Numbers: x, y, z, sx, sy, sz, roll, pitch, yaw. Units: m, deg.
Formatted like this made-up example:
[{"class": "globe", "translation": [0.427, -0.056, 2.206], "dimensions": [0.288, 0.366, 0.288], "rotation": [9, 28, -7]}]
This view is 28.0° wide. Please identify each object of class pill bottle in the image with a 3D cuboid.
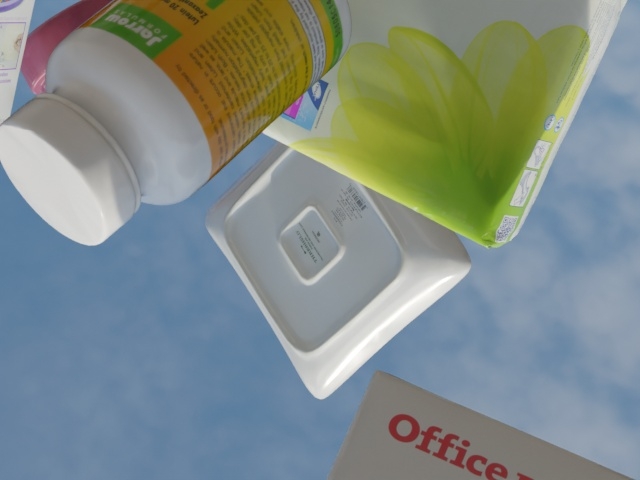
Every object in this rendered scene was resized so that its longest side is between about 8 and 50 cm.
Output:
[{"class": "pill bottle", "translation": [-0.102, -0.111, 0.893], "dimensions": [0.136, 0.136, 0.246], "rotation": [35, -121, 17]}]

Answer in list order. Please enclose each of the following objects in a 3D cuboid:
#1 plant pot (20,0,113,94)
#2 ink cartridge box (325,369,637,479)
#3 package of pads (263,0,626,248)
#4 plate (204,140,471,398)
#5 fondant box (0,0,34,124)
[{"class": "plant pot", "translation": [-0.259, -0.202, 1.637], "dimensions": [0.201, 0.201, 0.180], "rotation": [-29, -91, -37]}, {"class": "ink cartridge box", "translation": [0.076, 0.275, 0.861], "dimensions": [0.223, 0.129, 0.307], "rotation": [23, -106, 9]}, {"class": "package of pads", "translation": [0.069, -0.159, 1.034], "dimensions": [0.296, 0.229, 0.101], "rotation": [28, -166, 20]}, {"class": "plate", "translation": [0.000, 0.000, 1.457], "dimensions": [0.045, 0.278, 0.277], "rotation": [-7, -121, -53]}, {"class": "fondant box", "translation": [-0.374, -0.240, 1.232], "dimensions": [0.096, 0.330, 0.238], "rotation": [21, -165, 14]}]
